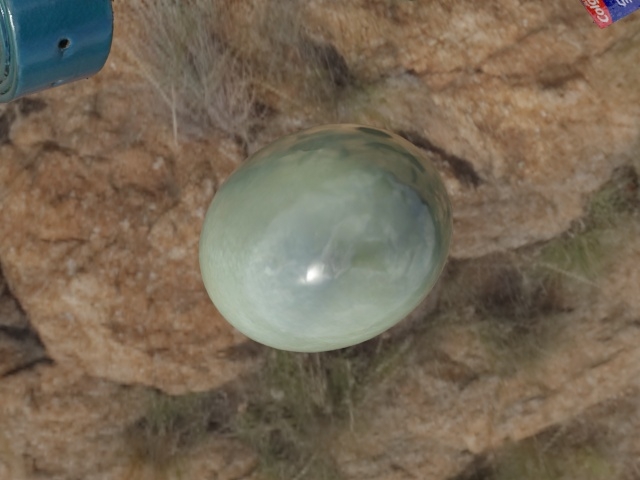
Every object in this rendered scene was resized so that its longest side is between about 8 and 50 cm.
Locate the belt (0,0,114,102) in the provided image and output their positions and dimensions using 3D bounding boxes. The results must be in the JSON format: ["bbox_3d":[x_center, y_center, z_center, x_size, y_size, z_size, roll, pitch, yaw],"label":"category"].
[{"bbox_3d":[-0.446,-0.358,1.406,0.173,0.436,0.300,-20,112,-24],"label":"belt"}]

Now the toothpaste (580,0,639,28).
[{"bbox_3d":[0.287,-0.409,1.194,0.320,0.066,0.076,49,147,-11],"label":"toothpaste"}]

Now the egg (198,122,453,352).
[{"bbox_3d":[0.000,0.000,1.149,0.258,0.258,0.352,33,142,-26],"label":"egg"}]
